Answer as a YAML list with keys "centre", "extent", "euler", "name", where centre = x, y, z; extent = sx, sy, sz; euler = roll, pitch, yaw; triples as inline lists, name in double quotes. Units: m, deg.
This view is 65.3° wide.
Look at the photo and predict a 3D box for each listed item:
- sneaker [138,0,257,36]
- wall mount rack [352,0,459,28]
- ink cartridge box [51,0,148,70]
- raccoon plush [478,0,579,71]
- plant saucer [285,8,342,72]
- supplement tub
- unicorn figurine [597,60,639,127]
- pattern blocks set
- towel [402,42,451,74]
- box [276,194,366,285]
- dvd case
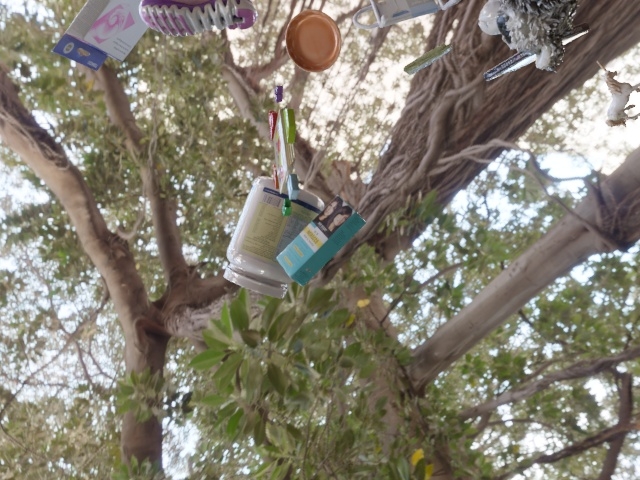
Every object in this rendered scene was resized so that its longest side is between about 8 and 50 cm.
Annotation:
- centre: [-0.251, -0.491, 1.027]
  extent: [0.236, 0.095, 0.105]
  euler: [-6, -96, -4]
  name: "sneaker"
- centre: [0.269, -0.730, 1.517]
  extent: [0.350, 0.130, 0.304]
  euler: [-14, -126, 6]
  name: "wall mount rack"
- centre: [-0.721, -0.725, 1.718]
  extent: [0.071, 0.330, 0.324]
  euler: [38, -173, -5]
  name: "ink cartridge box"
- centre: [0.412, -0.423, 0.755]
  extent: [0.299, 0.446, 0.216]
  euler: [33, -97, -30]
  name: "raccoon plush"
- centre: [-0.021, -0.673, 1.687]
  extent: [0.200, 0.200, 0.037]
  euler: [31, -144, 0]
  name: "plant saucer"
- centre: [-0.146, -0.009, 1.530]
  extent: [0.235, 0.235, 0.325]
  euler: [21, -92, -9]
  name: "supplement tub"
- centre: [0.714, -0.343, 1.182]
  extent: [0.111, 0.162, 0.060]
  euler: [-6, -160, -5]
  name: "unicorn figurine"
- centre: [-0.091, -0.228, 1.255]
  extent: [0.026, 0.285, 0.325]
  euler: [-3, -103, -13]
  name: "pattern blocks set"
- centre: [0.315, -0.532, 1.469]
  extent: [0.027, 0.148, 0.110]
  euler: [63, -159, -6]
  name: "towel"
- centre: [0.000, 0.000, 1.345]
  extent: [0.060, 0.244, 0.100]
  euler: [41, -175, -43]
  name: "box"
- centre: [0.615, -0.540, 1.438]
  extent: [0.179, 0.238, 0.030]
  euler: [-26, -86, -28]
  name: "dvd case"
